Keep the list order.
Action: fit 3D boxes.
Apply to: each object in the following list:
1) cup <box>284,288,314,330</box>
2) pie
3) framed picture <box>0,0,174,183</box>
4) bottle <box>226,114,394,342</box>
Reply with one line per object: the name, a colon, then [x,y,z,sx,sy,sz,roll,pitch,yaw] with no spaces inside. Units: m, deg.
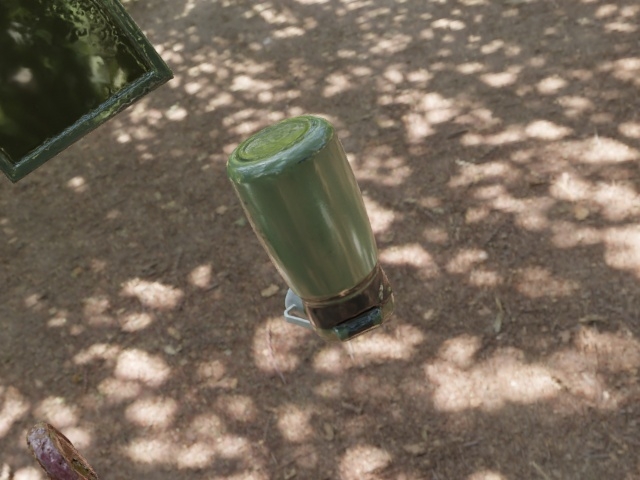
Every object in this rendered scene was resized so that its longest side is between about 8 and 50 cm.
cup: [-0.008,0.118,1.335,0.116,0.074,0.104,28,43,31]
pie: [-0.444,0.394,1.350,0.049,0.182,0.182,-39,36,-15]
framed picture: [-0.282,-0.196,0.682,0.197,0.252,0.014,-31,25,11]
bottle: [0.000,0.000,1.135,0.168,0.347,0.168,-19,28,10]
